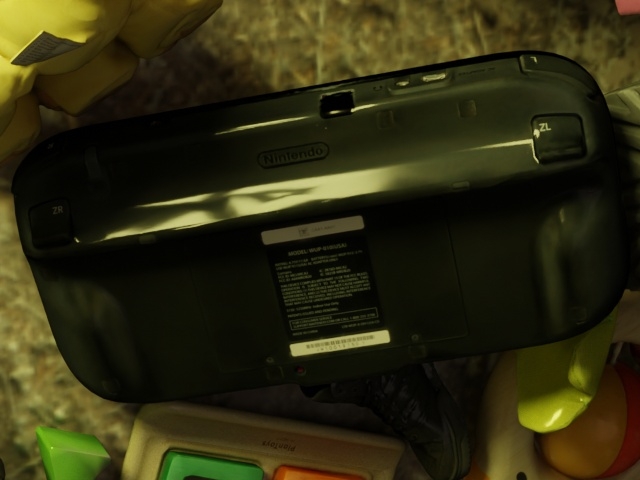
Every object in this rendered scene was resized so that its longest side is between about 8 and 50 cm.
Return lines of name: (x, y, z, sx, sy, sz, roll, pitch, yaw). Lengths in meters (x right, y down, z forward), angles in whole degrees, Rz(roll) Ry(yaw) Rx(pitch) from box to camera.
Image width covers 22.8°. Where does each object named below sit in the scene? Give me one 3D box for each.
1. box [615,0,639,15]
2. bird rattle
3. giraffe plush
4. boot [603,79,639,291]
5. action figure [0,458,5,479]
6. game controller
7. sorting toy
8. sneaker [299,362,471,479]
box: (0.280, -0.220, 0.795, 0.243, 0.213, 0.117, -40, 118, -40)
bird rattle: (0.184, 0.081, 1.014, 0.253, 0.143, 0.207, 2, 117, -39)
giraffe plush: (-0.163, -0.144, 0.741, 0.181, 0.210, 0.170, -34, 88, -8)
boot: (0.390, -0.097, 0.852, 0.445, 0.367, 0.146, -19, 103, -28)
action figure: (-0.272, 0.062, 0.755, 0.164, 0.141, 0.276, -37, 120, 2)
game controller: (0.000, 0.000, 0.841, 0.319, 0.067, 0.166, -9, 124, 9)
sorting toy: (-0.044, 0.200, 0.958, 0.347, 0.047, 0.196, 13, 100, -28)
sneaker: (0.025, 0.080, 0.945, 0.089, 0.051, 0.170, -24, 102, -25)
